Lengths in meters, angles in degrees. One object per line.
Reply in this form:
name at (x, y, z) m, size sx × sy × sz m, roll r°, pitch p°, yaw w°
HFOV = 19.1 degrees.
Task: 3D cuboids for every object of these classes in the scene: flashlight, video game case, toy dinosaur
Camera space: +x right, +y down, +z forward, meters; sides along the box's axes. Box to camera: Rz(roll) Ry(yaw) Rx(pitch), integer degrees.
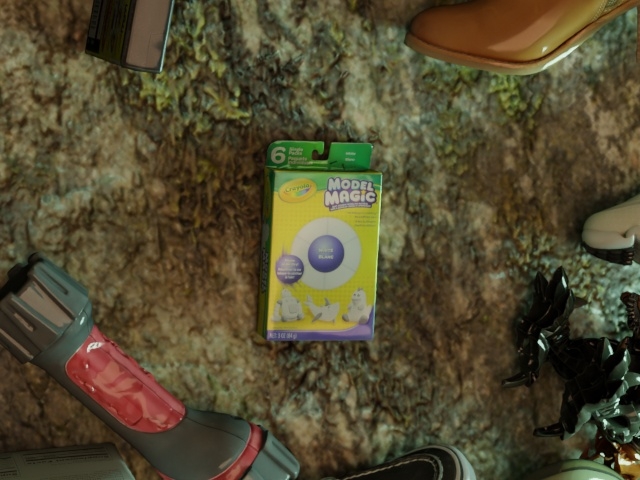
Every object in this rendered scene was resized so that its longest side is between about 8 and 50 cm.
flashlight at (-0.157, 0.133, 1.666) m, size 0.103 × 0.103 × 0.304 m, roll -47°, pitch 107°, yaw -3°
video game case at (-0.137, -0.276, 1.535) m, size 0.035 × 0.248 × 0.275 m, roll 9°, pitch 96°, yaw -14°
toy dinosaur at (0.299, 0.141, 1.766) m, size 0.218 × 0.164 × 0.322 m, roll 23°, pitch 90°, yaw -35°

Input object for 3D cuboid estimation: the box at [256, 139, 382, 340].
box at (0.000, 0.000, 1.720) m, size 0.105 × 0.043 × 0.179 m, roll 0°, pitch 96°, yaw -15°

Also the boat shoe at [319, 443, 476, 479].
boat shoe at (-0.002, 0.269, 1.714) m, size 0.306 × 0.113 × 0.105 m, roll -30°, pitch 136°, yaw -1°

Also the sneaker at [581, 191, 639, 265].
sneaker at (0.376, -0.058, 1.789) m, size 0.292 × 0.110 × 0.118 m, roll -18°, pitch 77°, yaw -5°

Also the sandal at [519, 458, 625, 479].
sandal at (0.292, 0.287, 1.773) m, size 0.303 × 0.086 × 0.120 m, roll 21°, pitch 125°, yaw -35°

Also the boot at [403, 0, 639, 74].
boot at (0.210, -0.262, 1.660) m, size 0.283 × 0.109 × 0.220 m, roll -1°, pitch 112°, yaw 10°

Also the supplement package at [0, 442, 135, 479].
supplement package at (-0.290, 0.299, 1.633) m, size 0.262 × 0.145 × 0.204 m, roll -4°, pitch 99°, yaw -14°
